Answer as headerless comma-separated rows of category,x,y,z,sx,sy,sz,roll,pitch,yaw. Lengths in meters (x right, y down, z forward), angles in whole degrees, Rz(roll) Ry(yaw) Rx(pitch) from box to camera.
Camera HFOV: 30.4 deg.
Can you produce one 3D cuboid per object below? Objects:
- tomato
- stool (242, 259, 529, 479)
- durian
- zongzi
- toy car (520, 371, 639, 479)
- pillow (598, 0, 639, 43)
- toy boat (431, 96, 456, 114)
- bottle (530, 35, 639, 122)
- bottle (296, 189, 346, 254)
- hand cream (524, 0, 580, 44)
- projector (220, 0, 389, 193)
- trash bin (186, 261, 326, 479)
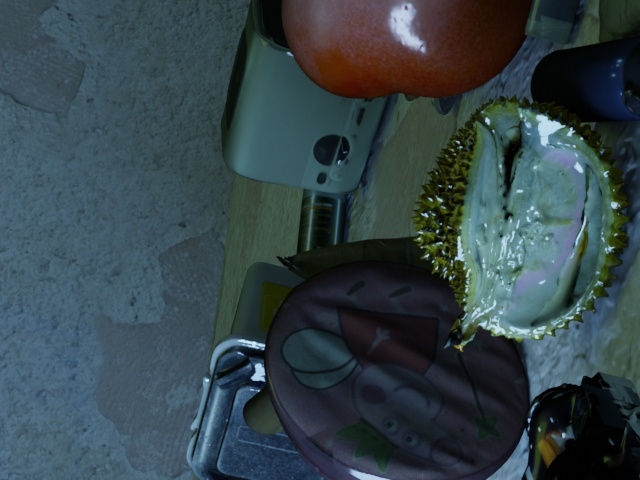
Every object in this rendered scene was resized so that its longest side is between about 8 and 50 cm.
tomato,0.099,-0.318,1.358,0.321,0.321,0.322,-170,90,-78
stool,0.060,0.173,1.221,0.178,0.272,0.272,112,163,-50
durian,0.180,-0.012,1.091,0.237,0.193,0.138,-61,-3,12
zongzi,0.052,0.074,1.397,0.228,0.256,0.115,121,146,-59
toy car,0.192,0.255,0.913,0.193,0.118,0.301,-92,14,-75
pillow,0.295,-0.296,1.068,0.148,0.050,0.230,130,145,-75
toy boat,0.189,-0.219,1.548,0.122,0.034,0.096,169,111,-68
bottle,0.258,-0.138,1.032,0.082,0.072,0.244,-40,11,-7
bottle,0.000,0.000,2.084,0.082,0.082,0.286,128,149,-65
hand cream,0.266,-0.330,1.206,0.048,0.079,0.255,25,113,33
projector,-0.025,-0.252,2.012,0.248,0.248,0.249,-99,23,-57
trash bin,-0.062,0.223,1.842,0.368,0.255,0.296,-90,13,-63
